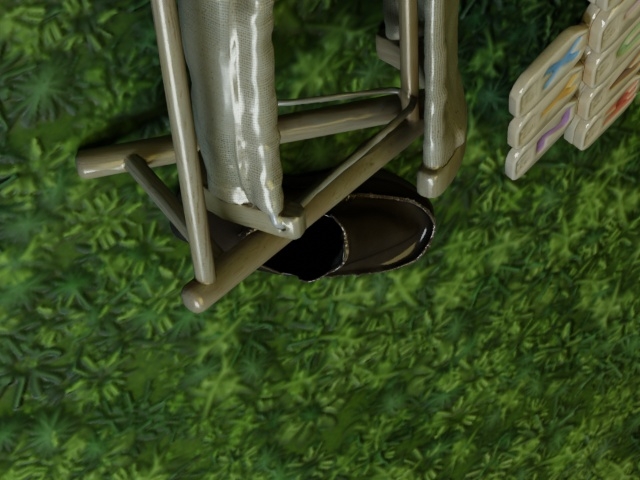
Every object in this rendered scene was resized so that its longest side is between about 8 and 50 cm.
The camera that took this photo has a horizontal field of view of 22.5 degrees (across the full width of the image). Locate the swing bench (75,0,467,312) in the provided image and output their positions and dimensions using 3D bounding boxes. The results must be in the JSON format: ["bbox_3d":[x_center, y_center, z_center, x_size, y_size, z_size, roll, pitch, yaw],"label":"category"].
[{"bbox_3d":[-0.014,-0.139,0.925,0.254,0.165,0.253,-24,135,-21],"label":"swing bench"}]

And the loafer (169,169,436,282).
[{"bbox_3d":[0.000,0.000,1.117,0.220,0.078,0.080,0,124,-38],"label":"loafer"}]

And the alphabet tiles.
[{"bbox_3d":[0.228,-0.162,1.109,0.278,0.021,0.284,-46,163,-11],"label":"alphabet tiles"}]
